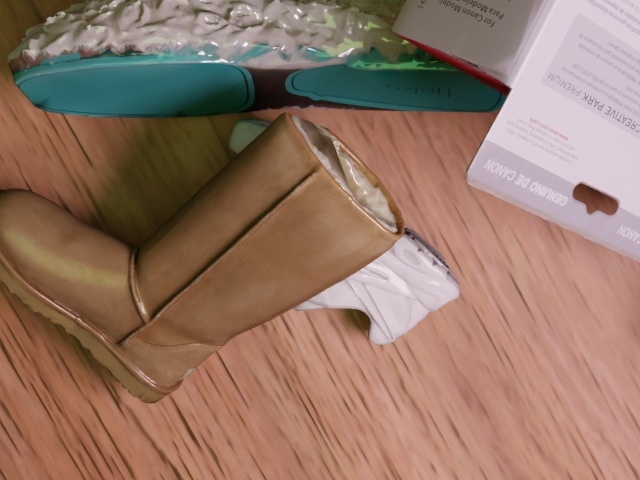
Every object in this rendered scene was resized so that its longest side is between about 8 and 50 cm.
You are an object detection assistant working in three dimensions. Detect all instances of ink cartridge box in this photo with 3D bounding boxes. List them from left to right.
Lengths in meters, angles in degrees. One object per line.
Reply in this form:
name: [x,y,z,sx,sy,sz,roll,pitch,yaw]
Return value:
ink cartridge box: [0.212,-0.146,1.254,0.309,0.130,0.272,22,98,-47]

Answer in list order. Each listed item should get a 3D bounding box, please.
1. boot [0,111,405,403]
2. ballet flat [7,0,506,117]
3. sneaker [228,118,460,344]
boot: [-0.107,-0.018,1.316,0.269,0.089,0.236,-37,110,28]
ballet flat: [-0.040,-0.168,1.341,0.409,0.147,0.147,1,98,-5]
sneaker: [0.000,0.000,1.371,0.232,0.090,0.115,43,97,-6]
